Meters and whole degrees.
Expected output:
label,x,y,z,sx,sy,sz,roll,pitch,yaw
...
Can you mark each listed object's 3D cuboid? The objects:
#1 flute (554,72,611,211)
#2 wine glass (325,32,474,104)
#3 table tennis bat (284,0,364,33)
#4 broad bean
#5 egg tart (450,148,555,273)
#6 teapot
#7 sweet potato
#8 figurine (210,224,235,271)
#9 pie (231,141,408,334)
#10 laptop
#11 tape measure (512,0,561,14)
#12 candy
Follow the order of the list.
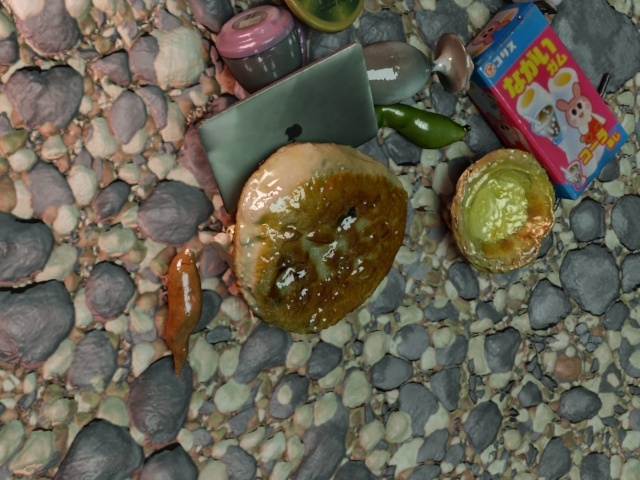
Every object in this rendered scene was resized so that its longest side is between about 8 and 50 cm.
label,x,y,z,sx,sy,sz,roll,pitch,yaw
flute,0.456,-0.172,2.045,0.014,0.014,0.269,28,83,-30
wine glass,0.116,-0.256,1.786,0.222,0.103,0.103,-12,102,-24
table tennis bat,-0.024,-0.456,1.693,0.198,0.050,0.321,-31,106,-46
broad bean,0.153,-0.180,1.848,0.214,0.048,0.070,2,102,-27
egg tart,0.292,-0.049,1.918,0.213,0.090,0.212,-6,103,-28
teapot,-0.077,-0.263,1.688,0.116,0.148,0.146,-17,123,10
sweet potato,-0.199,0.107,1.682,0.056,0.056,0.195,3,98,-30
figurine,-0.122,0.010,1.720,0.083,0.047,0.050,54,55,-31
pie,0.000,0.000,1.729,0.315,0.092,0.315,-17,119,-34
laptop,-0.041,-0.160,1.690,0.269,0.015,0.187,-29,138,-12
tape measure,0.337,-0.512,1.872,0.197,0.120,0.236,28,74,-37
candy,0.363,-0.227,1.929,0.157,0.100,0.306,-48,115,-13
